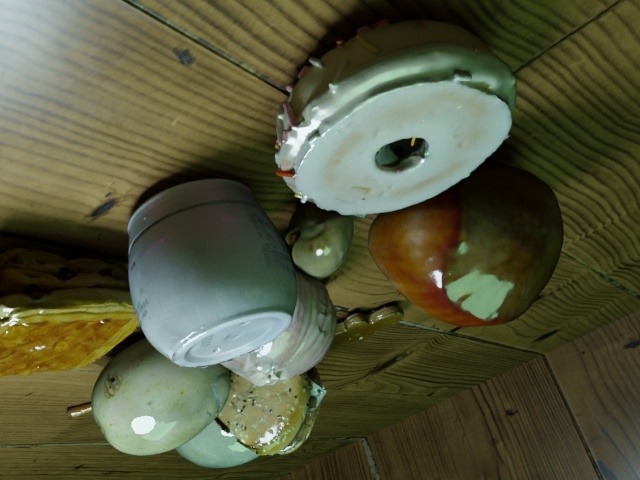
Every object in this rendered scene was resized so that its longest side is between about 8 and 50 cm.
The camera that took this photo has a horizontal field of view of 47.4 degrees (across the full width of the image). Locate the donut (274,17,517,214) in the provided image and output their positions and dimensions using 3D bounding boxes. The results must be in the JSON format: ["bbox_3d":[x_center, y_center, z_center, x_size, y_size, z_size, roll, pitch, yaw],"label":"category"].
[{"bbox_3d":[0.106,-0.183,1.110,0.383,0.142,0.382,-15,153,-8],"label":"donut"}]

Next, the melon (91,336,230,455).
[{"bbox_3d":[-0.362,0.344,1.692,0.330,0.268,0.268,-30,161,-28],"label":"melon"}]

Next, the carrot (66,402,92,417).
[{"bbox_3d":[-0.647,0.461,1.994,0.093,0.032,0.032,-16,154,-16],"label":"carrot"}]

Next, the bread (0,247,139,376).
[{"bbox_3d":[-0.478,0.119,1.283,0.277,0.167,0.325,-37,158,31],"label":"bread"}]

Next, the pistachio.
[{"bbox_3d":[0.000,0.000,1.413,0.132,0.129,0.206,-12,160,-4],"label":"pistachio"}]

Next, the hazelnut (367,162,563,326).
[{"bbox_3d":[0.282,0.007,1.429,0.366,0.365,0.365,-15,154,-8],"label":"hazelnut"}]

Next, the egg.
[{"bbox_3d":[-0.266,0.520,2.104,0.353,0.258,0.258,-14,156,13],"label":"egg"}]

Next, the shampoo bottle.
[{"bbox_3d":[-0.187,0.055,1.235,0.273,0.266,0.273,-20,156,-9],"label":"shampoo bottle"}]

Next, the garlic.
[{"bbox_3d":[-0.117,0.168,1.509,0.318,0.259,0.317,-5,157,-2],"label":"garlic"}]

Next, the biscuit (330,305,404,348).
[{"bbox_3d":[0.089,0.246,2.046,0.302,0.049,0.197,-20,159,3],"label":"biscuit"}]

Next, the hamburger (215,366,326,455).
[{"bbox_3d":[-0.139,0.377,1.885,0.276,0.318,0.195,-53,149,-3],"label":"hamburger"}]

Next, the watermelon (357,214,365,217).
[{"bbox_3d":[0.064,-0.090,1.376,0.180,0.081,0.094,-7,126,-35],"label":"watermelon"}]
